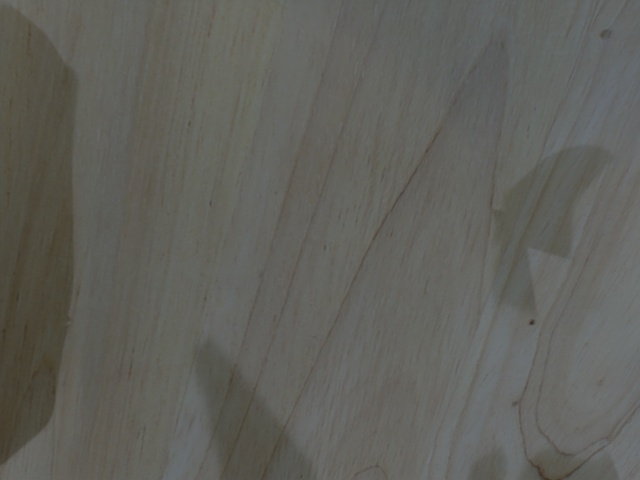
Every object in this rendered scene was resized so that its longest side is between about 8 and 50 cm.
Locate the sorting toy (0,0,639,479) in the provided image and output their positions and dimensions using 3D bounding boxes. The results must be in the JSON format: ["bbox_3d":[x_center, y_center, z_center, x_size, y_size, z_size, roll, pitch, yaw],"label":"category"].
[{"bbox_3d":[0.000,0.000,0.477,0.255,0.089,0.257,8,119,-16],"label":"sorting toy"}]
